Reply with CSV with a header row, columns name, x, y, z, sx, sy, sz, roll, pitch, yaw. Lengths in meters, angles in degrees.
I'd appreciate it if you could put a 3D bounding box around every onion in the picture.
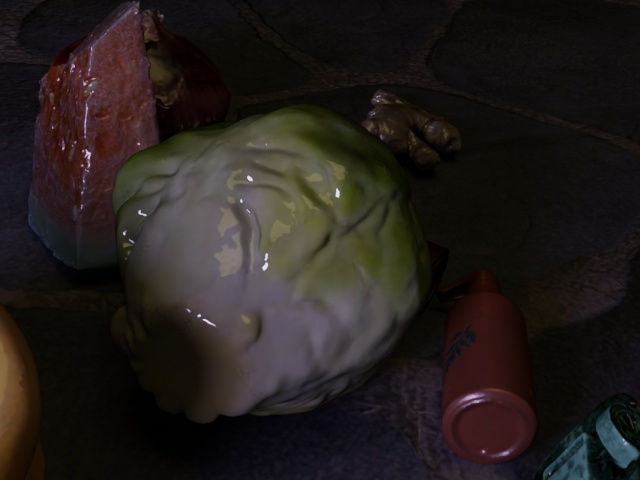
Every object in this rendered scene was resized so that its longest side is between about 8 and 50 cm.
name,x,y,z,sx,sy,sz,roll,pitch,yaw
onion,-0.220,-0.205,1.279,0.230,0.163,0.230,14,33,-10

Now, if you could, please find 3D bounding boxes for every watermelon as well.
name,x,y,z,sx,sy,sz,roll,pitch,yaw
watermelon,-0.222,-0.122,1.047,0.140,0.256,0.193,-8,28,-30

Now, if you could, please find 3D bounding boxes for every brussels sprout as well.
name,x,y,z,sx,sy,sz,roll,pitch,yaw
brussels sprout,-0.042,0.011,0.889,0.274,0.242,0.316,-2,35,-8

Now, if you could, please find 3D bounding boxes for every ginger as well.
name,x,y,z,sx,sy,sz,roll,pitch,yaw
ginger,0.102,-0.132,1.360,0.149,0.065,0.258,21,30,13

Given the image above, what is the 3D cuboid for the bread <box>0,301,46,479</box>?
name,x,y,z,sx,sy,sz,roll,pitch,yaw
bread,-0.306,0.123,0.613,0.316,0.270,0.211,9,15,9

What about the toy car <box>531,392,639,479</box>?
name,x,y,z,sx,sy,sz,roll,pitch,yaw
toy car,0.207,0.241,0.696,0.125,0.136,0.306,30,30,-9

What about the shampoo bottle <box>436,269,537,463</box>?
name,x,y,z,sx,sy,sz,roll,pitch,yaw
shampoo bottle,0.152,0.101,0.961,0.085,0.085,0.244,11,28,0

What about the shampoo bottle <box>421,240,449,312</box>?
name,x,y,z,sx,sy,sz,roll,pitch,yaw
shampoo bottle,0.000,0.000,1.098,0.260,0.064,0.102,21,35,18
